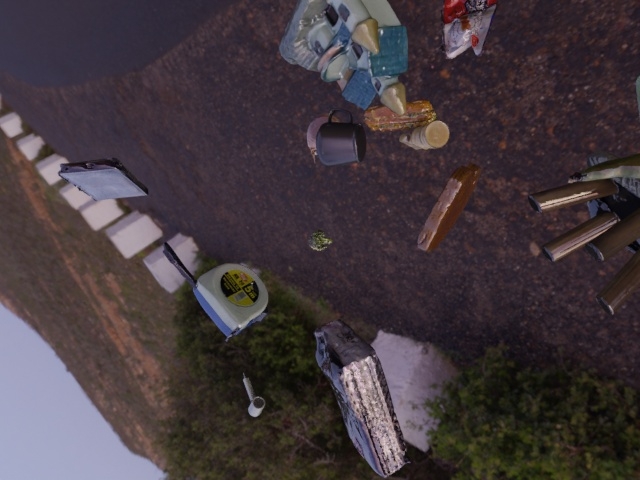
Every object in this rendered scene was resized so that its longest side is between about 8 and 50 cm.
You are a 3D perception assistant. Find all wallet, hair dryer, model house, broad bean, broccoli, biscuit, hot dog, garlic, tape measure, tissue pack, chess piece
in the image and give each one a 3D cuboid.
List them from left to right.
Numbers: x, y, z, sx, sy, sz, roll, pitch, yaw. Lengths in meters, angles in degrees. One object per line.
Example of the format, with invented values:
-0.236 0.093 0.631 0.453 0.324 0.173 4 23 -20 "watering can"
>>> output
-0.602 -0.167 1.317 0.222 0.167 0.036 81 -178 -75 "wallet"
-0.315 0.124 1.444 0.351 0.215 0.098 49 127 9 "tape measure"
-0.195 0.430 1.330 0.124 0.037 0.063 62 146 30 "hair dryer"
0.000 0.000 1.826 0.092 0.095 0.097 12 164 -7 "broccoli"
0.002 -0.434 1.931 0.129 0.198 0.090 52 -160 27 "garlic"
0.089 0.380 1.158 0.245 0.123 0.333 26 136 67 "tissue pack"
0.083 -0.415 1.073 0.325 0.194 0.267 61 149 12 "model house"
0.273 -0.434 1.636 0.268 0.072 0.115 3 145 36 "hot dog"
0.343 -0.343 1.580 0.090 0.090 0.200 59 168 -12 "chess piece"
0.478 -0.130 1.736 0.074 0.359 0.381 30 148 22 "biscuit"
0.653 -0.145 0.922 0.297 0.060 0.043 2 161 28 "broad bean"

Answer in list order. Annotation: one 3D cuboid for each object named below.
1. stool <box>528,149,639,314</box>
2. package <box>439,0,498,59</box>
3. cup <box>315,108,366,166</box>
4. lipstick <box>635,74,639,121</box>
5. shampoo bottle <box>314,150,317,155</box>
0.720 -0.017 1.180 0.310 0.226 0.310 52 -172 -38 "stool"
0.510 -0.762 1.620 0.193 0.270 0.071 5 172 19 "package"
0.082 -0.392 1.776 0.176 0.169 0.223 2 88 22 "cup"
0.892 -0.313 1.245 0.076 0.304 0.076 7 163 2 "lipstick"
0.039 -0.379 2.063 0.141 0.049 0.034 9 145 20 "shampoo bottle"
